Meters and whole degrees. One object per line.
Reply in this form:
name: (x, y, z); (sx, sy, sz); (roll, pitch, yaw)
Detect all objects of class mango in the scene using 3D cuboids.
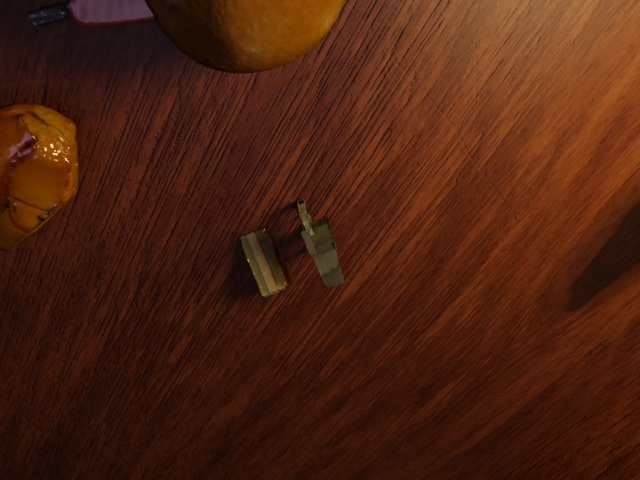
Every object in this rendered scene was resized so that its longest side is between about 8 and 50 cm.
mango: (-0.598, -0.113, 0.859); (0.199, 0.201, 0.350); (50, 117, 7)

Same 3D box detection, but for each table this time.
table: (0.000, 0.000, 1.030); (0.063, 0.146, 0.175); (-17, 124, 3)

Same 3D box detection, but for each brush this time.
brush: (-0.361, -0.420, 0.764); (0.324, 0.051, 0.070); (-12, 126, -1)

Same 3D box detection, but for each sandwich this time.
sandwich: (-0.137, 0.055, 1.123); (0.079, 0.113, 0.163); (-23, 88, 7)

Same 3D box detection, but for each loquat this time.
loquat: (-0.114, -0.422, 0.646); (0.329, 0.328, 0.328); (-4, 123, -6)
